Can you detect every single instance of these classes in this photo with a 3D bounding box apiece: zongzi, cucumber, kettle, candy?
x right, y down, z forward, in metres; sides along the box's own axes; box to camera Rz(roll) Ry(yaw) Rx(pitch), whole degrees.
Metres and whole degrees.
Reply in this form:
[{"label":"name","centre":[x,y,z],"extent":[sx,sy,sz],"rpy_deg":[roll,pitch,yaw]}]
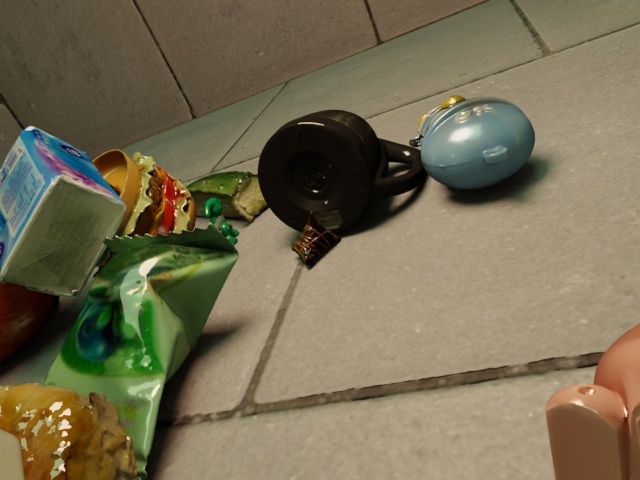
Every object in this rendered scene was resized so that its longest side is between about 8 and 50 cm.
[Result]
[{"label":"zongzi","centre":[0.000,0.000,0.887],"extent":[0.083,0.073,0.067],"rpy_deg":[-66,27,8]},{"label":"cucumber","centre":[-0.241,-0.116,1.256],"extent":[0.325,0.105,0.145],"rpy_deg":[3,38,49]},{"label":"kettle","centre":[0.044,-0.162,0.976],"extent":[0.251,0.207,0.271],"rpy_deg":[-20,18,27]},{"label":"candy","centre":[-0.271,0.162,0.703],"extent":[0.263,0.172,0.398],"rpy_deg":[-14,41,32]}]

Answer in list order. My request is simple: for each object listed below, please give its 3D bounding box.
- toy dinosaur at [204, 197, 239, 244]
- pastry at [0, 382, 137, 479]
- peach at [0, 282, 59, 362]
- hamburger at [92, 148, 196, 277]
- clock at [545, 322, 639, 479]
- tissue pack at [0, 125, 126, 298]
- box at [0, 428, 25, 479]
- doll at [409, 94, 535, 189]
[{"label":"toy dinosaur","centre":[-0.217,-0.032,1.078],"extent":[0.059,0.096,0.132],"rpy_deg":[-20,24,14]},{"label":"pastry","centre":[-0.302,0.272,0.519],"extent":[0.236,0.121,0.257],"rpy_deg":[-24,54,11]},{"label":"peach","centre":[-0.715,0.101,1.029],"extent":[0.370,0.370,0.370],"rpy_deg":[-21,26,11]},{"label":"hamburger","centre":[-0.387,-0.039,1.090],"extent":[0.274,0.212,0.274],"rpy_deg":[-20,55,32]},{"label":"clock","centre":[0.285,0.096,0.303],"extent":[0.241,0.142,0.227],"rpy_deg":[-22,16,-39]},{"label":"tissue pack","centre":[-0.472,-0.055,0.915],"extent":[0.263,0.146,0.198],"rpy_deg":[37,97,43]},{"label":"box","centre":[-0.316,0.327,0.281],"extent":[0.373,0.090,0.367],"rpy_deg":[-49,36,-10]},{"label":"doll","centre":[0.244,-0.174,0.878],"extent":[0.177,0.141,0.314],"rpy_deg":[-20,23,3]}]
